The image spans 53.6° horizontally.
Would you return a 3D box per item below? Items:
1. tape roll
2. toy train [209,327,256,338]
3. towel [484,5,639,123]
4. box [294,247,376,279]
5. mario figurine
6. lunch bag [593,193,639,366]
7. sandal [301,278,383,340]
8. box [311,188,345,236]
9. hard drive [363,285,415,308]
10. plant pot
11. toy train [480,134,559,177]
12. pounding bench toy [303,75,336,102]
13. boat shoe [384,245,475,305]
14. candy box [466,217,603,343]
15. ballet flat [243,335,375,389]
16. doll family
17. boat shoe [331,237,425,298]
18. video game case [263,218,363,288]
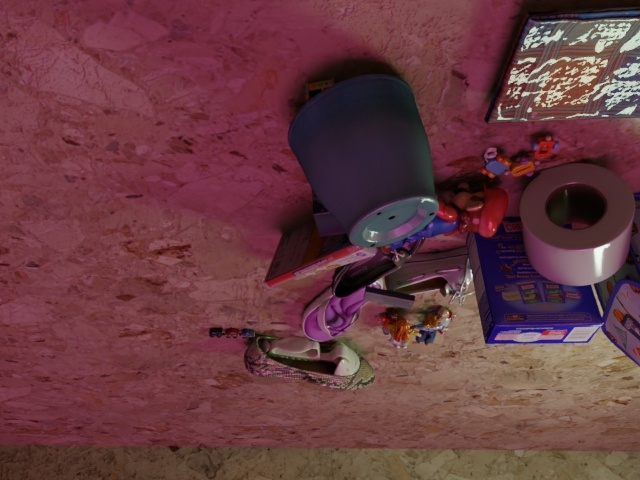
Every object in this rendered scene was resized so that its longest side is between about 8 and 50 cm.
[{"bbox_3d":[0.601,-0.037,1.493,0.246,0.246,0.169,-13,144,14],"label":"tape roll"},{"bbox_3d":[-0.292,0.309,2.116,0.158,0.027,0.036,3,134,-8],"label":"toy train"},{"bbox_3d":[0.527,-0.327,1.212,0.370,0.040,0.271,-5,146,-8],"label":"towel"},{"bbox_3d":[0.011,0.037,1.642,0.067,0.063,0.324,20,154,-35],"label":"box"},{"bbox_3d":[0.287,-0.077,1.522,0.321,0.198,0.170,-12,101,1],"label":"mario figurine"},{"bbox_3d":[0.844,0.118,1.613,0.239,0.385,0.327,-8,146,6],"label":"lunch bag"},{"bbox_3d":[0.054,0.231,1.958,0.170,0.102,0.416,10,141,-19],"label":"sandal"},{"bbox_3d":[0.063,-0.104,1.428,0.156,0.158,0.093,-8,145,6],"label":"box"},{"bbox_3d":[0.187,0.157,1.733,0.135,0.022,0.094,10,163,4],"label":"hard drive"},{"bbox_3d":[0.103,-0.137,1.238,0.272,0.255,0.271,-17,155,-8],"label":"plant pot"},{"bbox_3d":[0.441,-0.196,1.427,0.166,0.046,0.125,-6,144,-1],"label":"toy train"},{"bbox_3d":[0.004,-0.275,1.268,0.065,0.052,0.083,-8,145,8],"label":"pounding bench toy"},{"bbox_3d":[0.362,0.112,1.765,0.367,0.156,0.135,-4,146,3],"label":"boat shoe"},{"bbox_3d":[0.533,0.099,1.619,0.268,0.317,0.122,0,147,-3],"label":"candy box"},{"bbox_3d":[-0.017,0.410,2.183,0.483,0.164,0.182,10,134,-13],"label":"ballet flat"},{"bbox_3d":[0.317,0.289,2.052,0.263,0.118,0.163,-2,145,-1],"label":"doll family"},{"bbox_3d":[0.154,0.058,1.694,0.112,0.095,0.335,41,128,-14],"label":"boat shoe"},{"bbox_3d":[0.000,0.000,1.541,0.285,0.204,0.025,-24,118,28],"label":"video game case"}]
